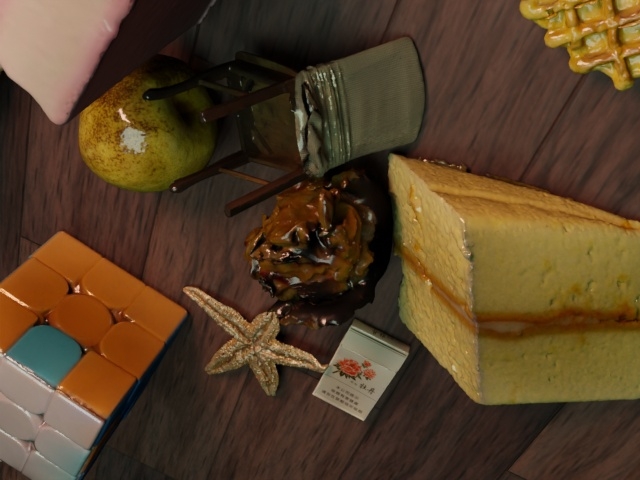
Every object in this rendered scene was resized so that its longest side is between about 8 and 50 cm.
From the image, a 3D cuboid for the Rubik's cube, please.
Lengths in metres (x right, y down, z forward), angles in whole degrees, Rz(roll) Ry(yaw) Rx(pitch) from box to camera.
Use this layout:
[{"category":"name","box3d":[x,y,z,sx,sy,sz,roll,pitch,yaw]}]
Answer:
[{"category":"Rubik's cube","box3d":[-0.460,0.219,1.286,0.291,0.291,0.290,33,128,-2]}]

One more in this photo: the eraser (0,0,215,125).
[{"category":"eraser","box3d":[-0.184,-0.315,0.789,0.122,0.359,0.272,41,127,-9]}]

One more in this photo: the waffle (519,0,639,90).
[{"category":"waffle","box3d":[0.381,-0.294,0.779,0.309,0.065,0.283,25,129,0]}]

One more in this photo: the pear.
[{"category":"pear","box3d":[-0.251,-0.162,1.024,0.197,0.197,0.197,10,125,14]}]

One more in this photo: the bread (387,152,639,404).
[{"category":"bread","box3d":[0.313,0.058,1.062,0.405,0.242,0.345,-6,122,-15]}]

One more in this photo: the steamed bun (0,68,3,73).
[{"category":"steamed bun","box3d":[-0.624,-0.281,0.991,0.237,0.346,0.394,27,109,9]}]

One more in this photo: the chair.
[{"category":"chair","box3d":[-0.040,-0.166,0.943,0.186,0.319,0.160,23,133,47]}]

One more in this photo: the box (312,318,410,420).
[{"category":"box","box3d":[0.067,0.230,1.262,0.109,0.029,0.198,27,128,2]}]

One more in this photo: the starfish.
[{"category":"starfish","box3d":[-0.138,0.195,1.304,0.295,0.048,0.231,29,128,2]}]

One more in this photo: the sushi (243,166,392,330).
[{"category":"sushi","box3d":[-0.002,0.003,1.034,0.213,0.200,0.204,-9,115,26]}]
